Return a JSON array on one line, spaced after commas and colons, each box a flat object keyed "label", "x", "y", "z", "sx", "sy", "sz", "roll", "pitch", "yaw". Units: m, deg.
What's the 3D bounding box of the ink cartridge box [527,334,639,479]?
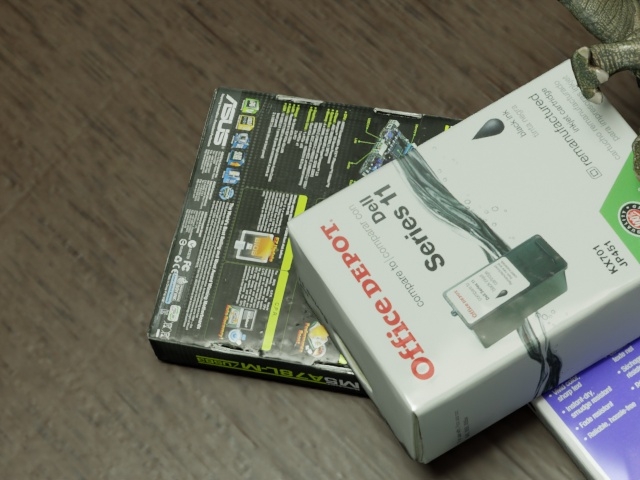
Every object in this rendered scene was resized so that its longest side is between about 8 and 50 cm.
[{"label": "ink cartridge box", "x": 0.228, "y": 0.064, "z": 1.111, "sx": 0.206, "sy": 0.045, "sz": 0.208, "roll": -33, "pitch": 65, "yaw": -9}]

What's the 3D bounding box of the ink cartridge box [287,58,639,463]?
[{"label": "ink cartridge box", "x": 0.105, "y": 0.012, "z": 1.079, "sx": 0.208, "sy": 0.087, "sz": 0.153, "roll": -31, "pitch": 63, "yaw": -9}]

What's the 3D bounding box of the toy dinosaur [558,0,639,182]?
[{"label": "toy dinosaur", "x": 0.237, "y": -0.091, "z": 1.055, "sx": 0.313, "sy": 0.121, "sz": 0.160, "roll": 16, "pitch": 30, "yaw": 27}]

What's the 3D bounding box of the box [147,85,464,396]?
[{"label": "box", "x": 0.000, "y": 0.000, "z": 1.170, "sx": 0.184, "sy": 0.045, "sz": 0.191, "roll": 9, "pitch": 65, "yaw": 8}]
